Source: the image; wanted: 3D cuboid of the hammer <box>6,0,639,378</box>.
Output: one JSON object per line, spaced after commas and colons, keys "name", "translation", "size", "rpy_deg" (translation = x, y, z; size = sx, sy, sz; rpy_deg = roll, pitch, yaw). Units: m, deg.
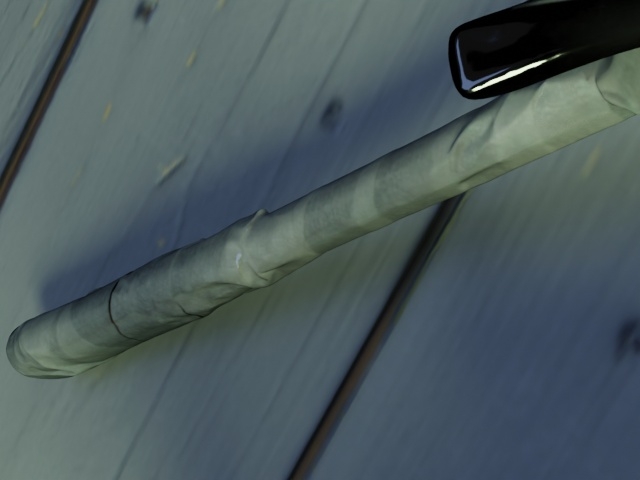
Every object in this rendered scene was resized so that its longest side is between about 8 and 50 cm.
{"name": "hammer", "translation": [0.000, -0.001, 0.480], "size": [0.427, 0.152, 0.044], "rpy_deg": [-27, 65, 50]}
